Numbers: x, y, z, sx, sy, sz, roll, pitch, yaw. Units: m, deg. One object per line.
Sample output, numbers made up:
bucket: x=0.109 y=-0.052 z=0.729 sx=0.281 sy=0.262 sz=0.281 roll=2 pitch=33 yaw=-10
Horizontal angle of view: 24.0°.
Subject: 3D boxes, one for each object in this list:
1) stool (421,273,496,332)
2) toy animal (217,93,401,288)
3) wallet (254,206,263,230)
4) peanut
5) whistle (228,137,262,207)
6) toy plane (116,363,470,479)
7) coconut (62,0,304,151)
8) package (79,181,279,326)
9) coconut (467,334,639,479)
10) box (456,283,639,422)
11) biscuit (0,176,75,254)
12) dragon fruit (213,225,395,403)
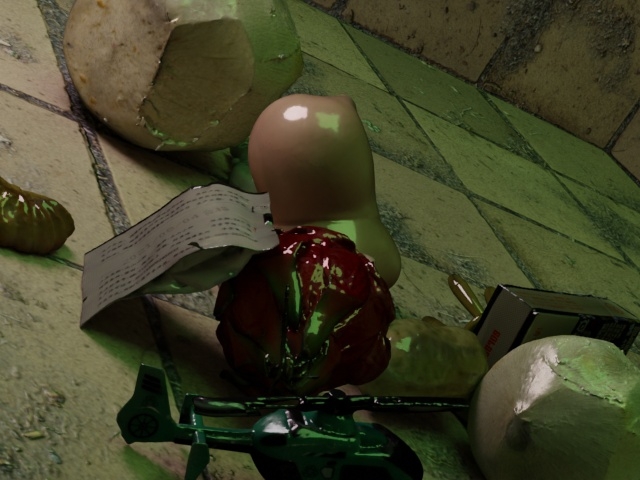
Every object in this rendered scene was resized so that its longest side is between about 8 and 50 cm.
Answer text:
stool: x=0.236 y=0.128 z=2.322 sx=0.110 sy=0.135 sz=0.134 roll=52 pitch=-18 yaw=51
toy animal: x=-0.002 y=-0.036 z=2.061 sx=0.237 sy=0.326 sz=0.269 roll=-2 pitch=39 yaw=23
wallet: x=0.000 y=0.000 z=2.280 sx=0.204 sy=0.045 sz=0.142 roll=35 pitch=53 yaw=7
peanut: x=0.135 y=0.168 z=2.013 sx=0.224 sy=0.129 sz=0.129 roll=9 pitch=29 yaw=-42
whistle: x=-0.100 y=-0.104 z=2.446 sx=0.126 sy=0.067 sz=0.258 roll=10 pitch=22 yaw=-22
toy plane: x=-0.031 y=0.218 z=1.607 sx=0.381 sy=0.155 sz=0.106 roll=9 pitch=25 yaw=-14
coconut: x=-0.204 y=-0.311 z=2.367 sx=0.346 sy=0.346 sz=0.360 roll=39 pitch=27 yaw=20
package: x=-0.175 y=0.005 z=1.808 sx=0.204 sy=0.251 sz=0.062 roll=-105 pitch=174 yaw=-68
coconut: x=0.326 y=0.247 z=1.977 sx=0.245 sy=0.245 sz=0.247 roll=42 pitch=22 yaw=27
box: x=0.326 y=0.175 z=2.202 sx=0.310 sy=0.198 sz=0.084 roll=8 pitch=24 yaw=-49
biscuit: x=-0.381 y=-0.041 z=1.833 sx=0.183 sy=0.061 sz=0.118 roll=26 pitch=21 yaw=-20
dragon fruit: x=-0.014 y=0.103 z=1.794 sx=0.233 sy=0.234 sz=0.293 roll=25 pitch=20 yaw=-21
